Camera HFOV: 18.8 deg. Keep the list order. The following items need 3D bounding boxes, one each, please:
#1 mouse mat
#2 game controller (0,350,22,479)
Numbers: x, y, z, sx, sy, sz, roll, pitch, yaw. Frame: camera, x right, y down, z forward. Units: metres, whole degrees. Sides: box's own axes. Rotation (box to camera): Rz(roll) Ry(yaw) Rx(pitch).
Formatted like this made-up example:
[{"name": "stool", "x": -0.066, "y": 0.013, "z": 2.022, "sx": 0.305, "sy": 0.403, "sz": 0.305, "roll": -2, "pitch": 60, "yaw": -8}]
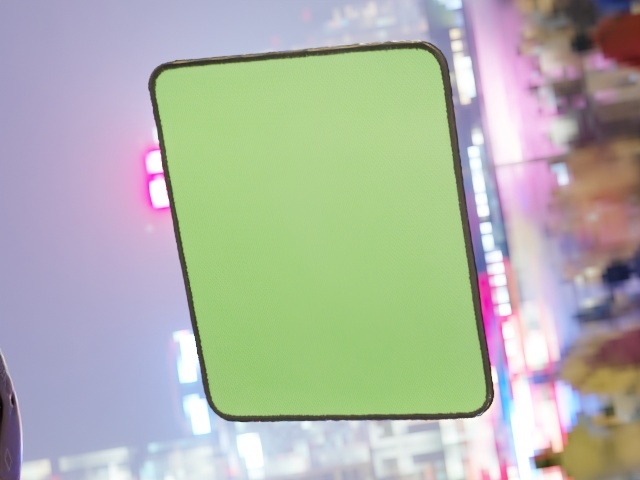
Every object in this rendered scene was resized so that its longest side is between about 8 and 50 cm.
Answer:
[{"name": "mouse mat", "x": 0.000, "y": 0.000, "z": 0.927, "sx": 0.007, "sy": 0.152, "sz": 0.190, "roll": -44, "pitch": -52, "yaw": -63}, {"name": "game controller", "x": -0.217, "y": 0.081, "z": 1.074, "sx": 0.319, "sy": 0.067, "sz": 0.166, "roll": 83, "pitch": -163, "yaw": -49}]
